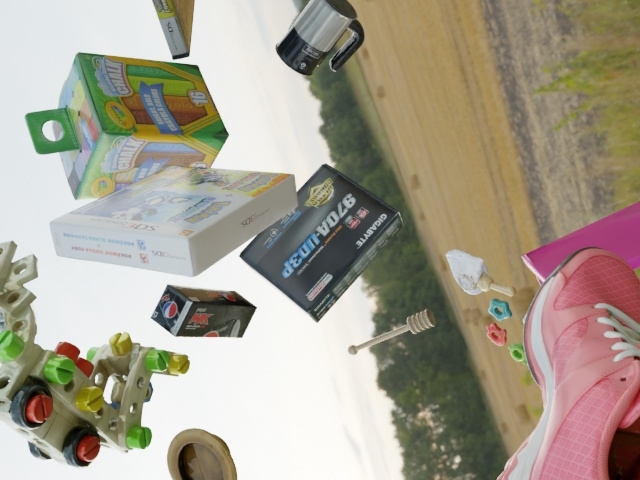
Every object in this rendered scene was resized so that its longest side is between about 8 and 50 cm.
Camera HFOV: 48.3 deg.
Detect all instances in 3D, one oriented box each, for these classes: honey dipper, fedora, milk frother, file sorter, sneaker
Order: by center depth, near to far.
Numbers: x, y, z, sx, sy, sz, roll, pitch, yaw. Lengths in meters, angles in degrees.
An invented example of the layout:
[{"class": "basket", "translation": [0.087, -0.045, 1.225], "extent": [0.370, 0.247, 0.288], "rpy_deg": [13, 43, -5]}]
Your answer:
[{"class": "sneaker", "translation": [0.235, 0.122, 0.558], "extent": [0.116, 0.136, 0.314], "rpy_deg": [30, -126, -8]}, {"class": "honey dipper", "translation": [0.113, 0.156, 1.166], "extent": [0.030, 0.160, 0.030], "rpy_deg": [41, -147, -35]}, {"class": "file sorter", "translation": [0.530, 0.067, 1.190], "extent": [0.182, 0.290, 0.202], "rpy_deg": [63, -173, -14]}, {"class": "milk frother", "translation": [-0.005, -0.385, 1.270], "extent": [0.129, 0.135, 0.143], "rpy_deg": [6, -131, -45]}, {"class": "fedora", "translation": [-0.259, 0.510, 1.640], "extent": [0.194, 0.194, 0.079], "rpy_deg": [69, -156, -5]}]

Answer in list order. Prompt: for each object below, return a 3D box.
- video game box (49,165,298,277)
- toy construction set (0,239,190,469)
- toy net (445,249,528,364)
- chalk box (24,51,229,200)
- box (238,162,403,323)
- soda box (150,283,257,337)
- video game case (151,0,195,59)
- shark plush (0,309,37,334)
[{"class": "video game box", "translation": [-0.154, -0.030, 0.785], "extent": [0.205, 0.187, 0.048], "rpy_deg": [-40, -48, -54]}, {"class": "toy construction set", "translation": [-0.306, 0.152, 0.876], "extent": [0.328, 0.151, 0.215], "rpy_deg": [50, -135, -36]}, {"class": "toy net", "translation": [0.304, 0.103, 1.230], "extent": [0.232, 0.045, 0.122], "rpy_deg": [46, 141, 11]}, {"class": "chalk box", "translation": [-0.337, -0.189, 1.204], "extent": [0.289, 0.179, 0.180], "rpy_deg": [-5, -122, -39]}, {"class": "box", "translation": [0.000, 0.000, 1.172], "extent": [0.175, 0.220, 0.051], "rpy_deg": [37, 169, 31]}, {"class": "soda box", "translation": [-0.165, 0.105, 1.037], "extent": [0.053, 0.060, 0.169], "rpy_deg": [30, -173, 28]}, {"class": "video game case", "translation": [-0.275, -0.492, 1.246], "extent": [0.275, 0.035, 0.248], "rpy_deg": [-98, -5, -47]}, {"class": "shark plush", "translation": [-0.547, 0.137, 1.154], "extent": [0.073, 0.161, 0.067], "rpy_deg": [41, 136, 54]}]
